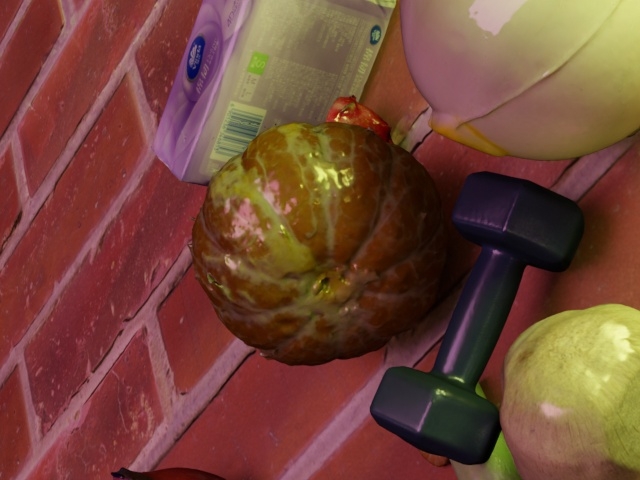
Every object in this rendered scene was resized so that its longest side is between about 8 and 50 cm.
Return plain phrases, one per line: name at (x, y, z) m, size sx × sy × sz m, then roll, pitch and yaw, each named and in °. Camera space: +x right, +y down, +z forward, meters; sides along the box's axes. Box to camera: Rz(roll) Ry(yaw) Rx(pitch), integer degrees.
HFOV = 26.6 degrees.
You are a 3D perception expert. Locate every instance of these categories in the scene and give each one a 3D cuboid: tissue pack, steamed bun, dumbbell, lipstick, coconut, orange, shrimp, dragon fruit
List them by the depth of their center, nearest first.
coconut at (0.284, 0.175, 1.386) m, size 0.224 × 0.224 × 0.224 m, roll -19°, pitch 67°, yaw 52°
steamed bun at (0.244, -0.255, 1.423) m, size 0.334 × 0.334 × 0.374 m, roll -47°, pitch 16°, yaw 38°
dumbbell at (0.179, 0.088, 1.530) m, size 0.160 × 0.144 × 0.325 m, roll 17°, pitch 81°, yaw 46°
lipstick at (0.203, 0.289, 1.565) m, size 0.076 × 0.076 × 0.304 m, roll -52°, pitch 42°, yaw 33°
orange at (0.000, 0.000, 1.710) m, size 0.329 × 0.329 × 0.249 m, roll -60°, pitch 29°, yaw 26°
shrimp at (0.134, 0.232, 1.710) m, size 0.114 × 0.023 × 0.083 m, roll 39°, pitch 127°, yaw 48°
dragon fruit at (0.068, -0.124, 1.851) m, size 0.111 × 0.153 × 0.153 m, roll 9°, pitch 89°, yaw 12°
tissue pack at (-0.070, -0.240, 1.940) m, size 0.160 × 0.242 × 0.338 m, roll 42°, pitch 115°, yaw 51°

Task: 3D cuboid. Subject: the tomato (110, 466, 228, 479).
tomato at (-0.173, 0.472, 1.973) m, size 0.335 × 0.176 × 0.290 m, roll 27°, pitch 125°, yaw 54°
